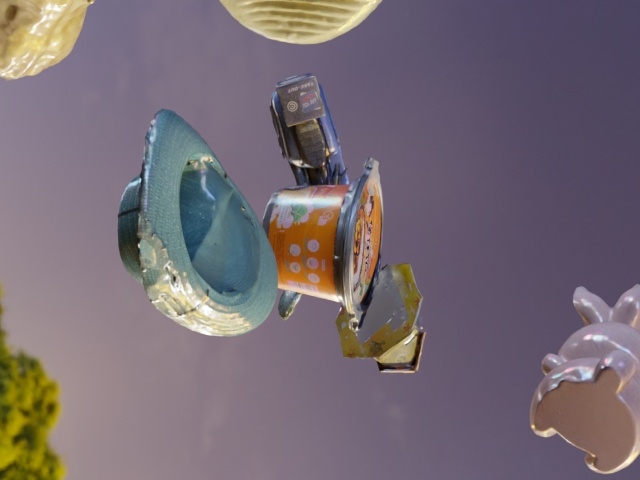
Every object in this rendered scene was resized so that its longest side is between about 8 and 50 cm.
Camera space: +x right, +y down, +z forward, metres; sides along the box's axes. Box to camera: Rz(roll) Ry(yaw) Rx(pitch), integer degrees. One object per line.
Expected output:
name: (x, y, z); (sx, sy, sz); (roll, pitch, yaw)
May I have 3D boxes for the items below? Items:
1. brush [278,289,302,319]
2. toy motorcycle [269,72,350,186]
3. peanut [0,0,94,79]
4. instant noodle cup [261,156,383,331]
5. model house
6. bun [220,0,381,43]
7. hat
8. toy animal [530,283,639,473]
brush: (-0.029, 0.063, 1.628); (0.196, 0.021, 0.070); (-58, -159, 27)
toy motorcycle: (-0.011, -0.163, 1.768); (0.213, 0.125, 0.359); (-107, 179, -70)
peanut: (-0.288, -0.276, 0.869); (0.313, 0.149, 0.149); (-32, -104, 57)
instant noodle cup: (0.000, 0.000, 1.078); (0.177, 0.125, 0.208); (53, 44, -66)
model house: (0.155, 0.177, 1.710); (0.207, 0.136, 0.219); (-43, -149, 15)
bun: (-0.015, -0.309, 0.868); (0.128, 0.222, 0.222); (-76, -175, -47)
hat: (-0.103, -0.004, 0.634); (0.191, 0.077, 0.138); (56, 29, -47)
toy animal: (0.286, 0.127, 0.852); (0.124, 0.212, 0.124); (13, -61, 25)
